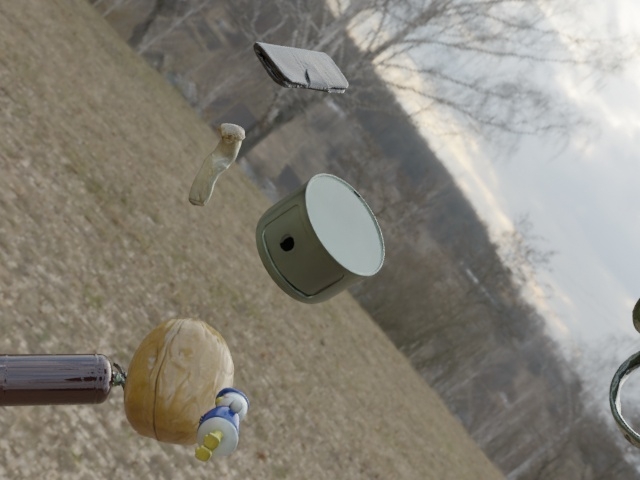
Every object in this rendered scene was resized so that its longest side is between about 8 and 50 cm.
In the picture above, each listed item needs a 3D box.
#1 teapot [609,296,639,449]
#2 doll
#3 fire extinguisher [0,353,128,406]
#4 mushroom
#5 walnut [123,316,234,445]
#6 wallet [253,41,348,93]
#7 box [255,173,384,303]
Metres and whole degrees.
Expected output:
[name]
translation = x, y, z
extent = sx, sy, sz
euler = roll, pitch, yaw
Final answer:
[teapot]
translation = 0.541, 0.202, 1.099
extent = 0.337, 0.270, 0.200
euler = -94, 158, -43
[doll]
translation = -0.124, 0.234, 1.026
extent = 0.058, 0.099, 0.143
euler = 34, 22, -2
[fire extinguisher]
translation = -0.571, 0.301, 1.733
extent = 0.337, 0.114, 0.135
euler = 4, 18, -21
[mushroom]
translation = -0.231, -0.163, 1.716
extent = 0.059, 0.202, 0.054
euler = 37, 10, 37
[walnut]
translation = -0.219, 0.219, 1.231
extent = 0.165, 0.165, 0.197
euler = 46, 39, -38
[wallet]
translation = -0.024, -0.242, 1.108
extent = 0.157, 0.018, 0.082
euler = -7, 56, -51
[box]
translation = 0.000, 0.000, 1.584
extent = 0.226, 0.149, 0.226
euler = 33, 40, -33
